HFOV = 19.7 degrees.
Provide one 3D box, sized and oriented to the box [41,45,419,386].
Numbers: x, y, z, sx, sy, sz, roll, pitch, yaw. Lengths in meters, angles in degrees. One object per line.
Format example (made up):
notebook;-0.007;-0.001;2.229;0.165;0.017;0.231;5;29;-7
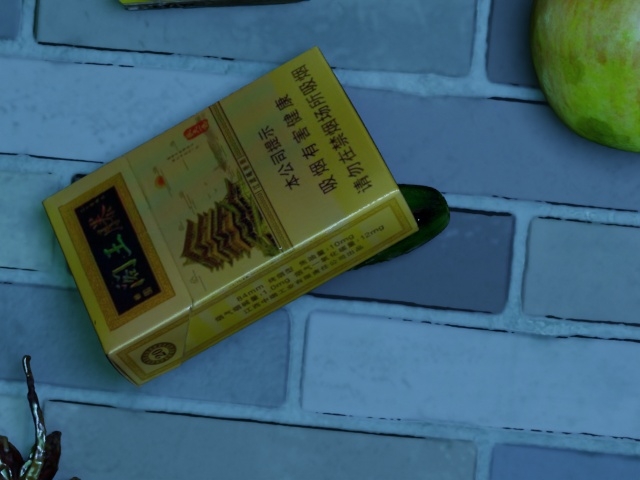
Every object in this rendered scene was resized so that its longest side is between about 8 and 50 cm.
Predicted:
box;-0.077;-0.020;1.540;0.274;0.076;0.174;-29;55;3

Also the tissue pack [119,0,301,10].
tissue pack;-0.091;-0.260;1.569;0.169;0.082;0.120;-2;90;2

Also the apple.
apple;0.269;-0.165;1.508;0.196;0.196;0.196;0;92;2

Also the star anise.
star anise;-0.253;0.194;1.597;0.097;0.070;0.191;-5;89;4

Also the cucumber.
cucumber;0.000;0.000;1.584;0.227;0.069;0.069;-16;91;6
